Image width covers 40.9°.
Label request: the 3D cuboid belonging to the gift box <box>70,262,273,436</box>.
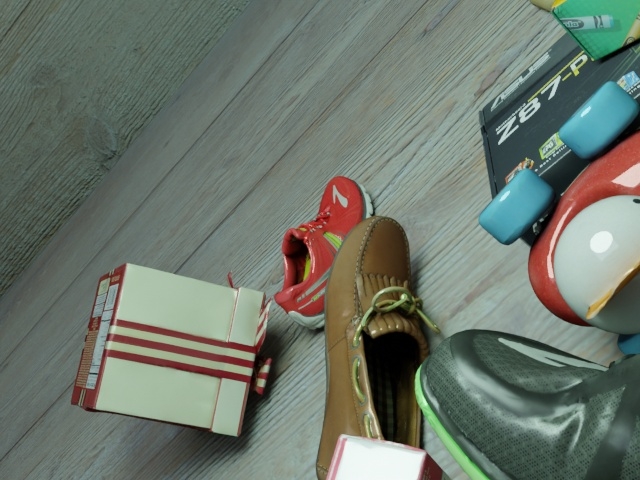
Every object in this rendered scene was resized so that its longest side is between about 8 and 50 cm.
[{"bbox_3d":[-0.221,0.159,1.355,0.255,0.258,0.276,-8,67,66],"label":"gift box"}]

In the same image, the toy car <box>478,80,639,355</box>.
[{"bbox_3d":[0.269,-0.001,0.719,0.210,0.219,0.238,-48,-4,13],"label":"toy car"}]

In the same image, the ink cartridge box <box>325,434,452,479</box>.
[{"bbox_3d":[0.075,0.297,0.792,0.092,0.218,0.158,3,59,29],"label":"ink cartridge box"}]

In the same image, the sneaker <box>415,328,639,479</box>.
[{"bbox_3d":[0.285,0.120,0.569,0.483,0.185,0.202,10,111,38],"label":"sneaker"}]

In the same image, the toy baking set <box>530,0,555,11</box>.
[{"bbox_3d":[0.400,-0.411,1.257,0.196,0.030,0.256,-48,28,14],"label":"toy baking set"}]

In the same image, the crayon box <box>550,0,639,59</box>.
[{"bbox_3d":[0.378,-0.308,0.847,0.278,0.081,0.165,-25,27,53],"label":"crayon box"}]

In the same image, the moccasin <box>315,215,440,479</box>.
[{"bbox_3d":[0.078,0.129,1.065,0.147,0.139,0.379,-28,38,40],"label":"moccasin"}]

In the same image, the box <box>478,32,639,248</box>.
[{"bbox_3d":[0.358,-0.192,0.954,0.395,0.097,0.318,-42,15,25],"label":"box"}]

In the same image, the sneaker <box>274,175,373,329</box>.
[{"bbox_3d":[0.000,0.000,1.352,0.107,0.118,0.278,-22,43,45],"label":"sneaker"}]
